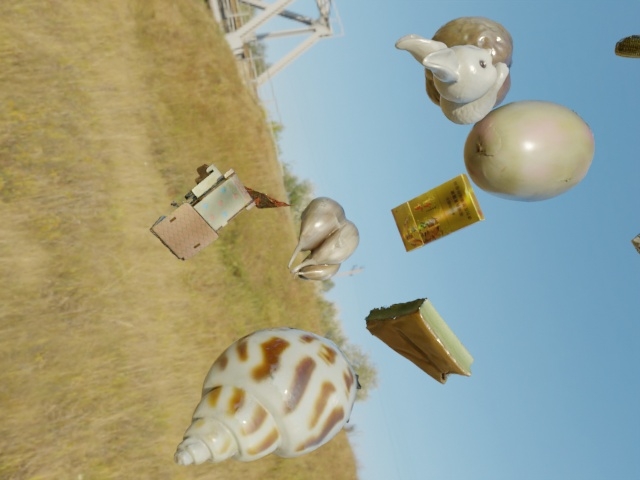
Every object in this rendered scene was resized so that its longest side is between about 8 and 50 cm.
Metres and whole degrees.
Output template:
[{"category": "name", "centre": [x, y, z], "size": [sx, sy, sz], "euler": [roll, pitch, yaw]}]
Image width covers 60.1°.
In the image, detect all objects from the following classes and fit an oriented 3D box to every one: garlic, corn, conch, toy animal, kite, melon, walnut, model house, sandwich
[{"category": "garlic", "centre": [0.000, 0.000, 1.691], "size": [0.210, 0.237, 0.292], "euler": [46, 27, -1]}, {"category": "corn", "centre": [0.881, -0.509, 1.451], "size": [0.203, 0.072, 0.072], "euler": [17, -57, 41]}, {"category": "conch", "centre": [-0.076, 0.215, 0.762], "size": [0.182, 0.275, 0.149], "euler": [25, -31, 36]}, {"category": "toy animal", "centre": [0.225, -0.286, 0.899], "size": [0.220, 0.130, 0.104], "euler": [23, 36, -59]}, {"category": "kite", "centre": [-0.186, -0.123, 1.697], "size": [0.125, 0.222, 0.008], "euler": [115, -2, -67]}, {"category": "melon", "centre": [0.459, -0.196, 1.217], "size": [0.223, 0.316, 0.223], "euler": [10, -78, 59]}, {"category": "walnut", "centre": [0.380, -0.450, 1.433], "size": [0.248, 0.248, 0.248], "euler": [169, -90, -80]}, {"category": "model house", "centre": [-0.360, -0.072, 1.560], "size": [0.169, 0.244, 0.326], "euler": [49, -25, -18]}, {"category": "sandwich", "centre": [0.223, 0.243, 1.278], "size": [0.212, 0.063, 0.245], "euler": [52, -26, -5]}]

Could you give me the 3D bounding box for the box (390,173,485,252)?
[{"category": "box", "centre": [0.200, -0.045, 0.966], "size": [0.156, 0.022, 0.089], "euler": [-25, -102, 39]}]

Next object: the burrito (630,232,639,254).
[{"category": "burrito", "centre": [1.042, 0.061, 1.720], "size": [0.064, 0.064, 0.203], "euler": [98, -27, -63]}]
